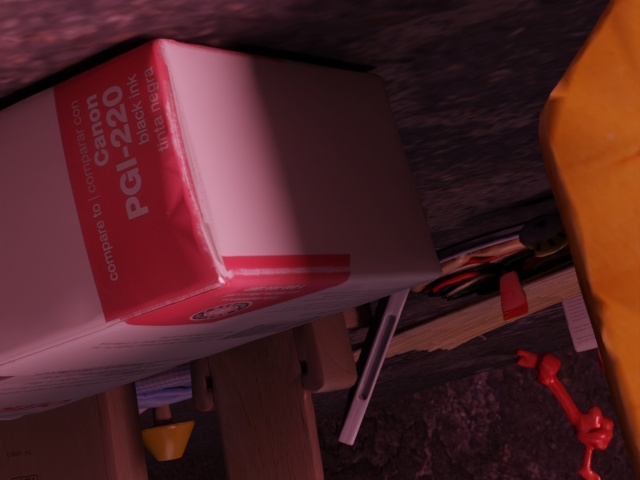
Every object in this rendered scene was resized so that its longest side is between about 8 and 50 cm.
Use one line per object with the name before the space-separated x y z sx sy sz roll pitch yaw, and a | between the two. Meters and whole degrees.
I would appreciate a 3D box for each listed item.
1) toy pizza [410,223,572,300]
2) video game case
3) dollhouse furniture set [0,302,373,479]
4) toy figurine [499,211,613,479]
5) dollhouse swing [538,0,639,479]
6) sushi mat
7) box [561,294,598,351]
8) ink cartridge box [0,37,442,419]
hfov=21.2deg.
toy pizza | 0.162 0.015 1.315 0.201 0.032 0.201 -14 171 -2
video game case | 0.037 0.049 1.008 0.011 0.122 0.087 19 -155 0
dollhouse furniture set | -0.062 0.135 1.066 0.286 0.198 0.303 -11 174 23
toy figurine | 0.285 0.007 1.015 0.362 0.191 0.217 -17 166 5
dollhouse swing | 0.255 0.042 0.622 0.315 0.347 0.305 -15 172 3
sushi mat | 0.160 0.044 1.327 0.151 0.019 0.316 -6 167 -41
box | 0.272 0.039 1.470 0.102 0.087 0.101 -21 169 40
ink cartridge box | -0.090 0.006 0.660 0.218 0.092 0.158 -22 169 29
